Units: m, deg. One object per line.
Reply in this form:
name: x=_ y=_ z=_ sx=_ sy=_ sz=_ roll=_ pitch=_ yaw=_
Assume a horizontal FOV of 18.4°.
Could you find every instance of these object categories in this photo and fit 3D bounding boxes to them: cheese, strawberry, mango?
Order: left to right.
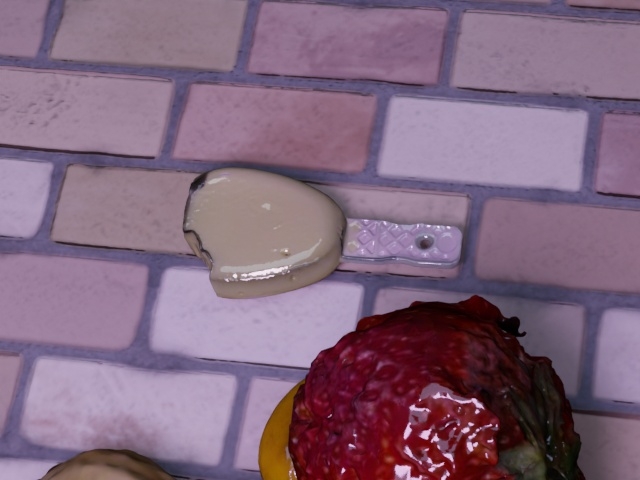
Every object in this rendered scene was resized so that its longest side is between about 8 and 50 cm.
cheese: x=0.000 y=0.000 z=1.773 sx=0.255 sy=0.050 sz=0.127 roll=5 pitch=63 yaw=12
mango: x=0.011 y=0.158 z=1.685 sx=0.101 sy=0.066 sz=0.187 roll=27 pitch=62 yaw=20
strawberry: x=0.090 y=0.174 z=1.562 sx=0.220 sy=0.274 sz=0.274 roll=-18 pitch=59 yaw=24

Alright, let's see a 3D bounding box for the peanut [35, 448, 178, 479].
peanut: x=-0.107 y=0.276 z=1.586 sx=0.340 sy=0.158 sz=0.174 roll=13 pitch=86 yaw=19
